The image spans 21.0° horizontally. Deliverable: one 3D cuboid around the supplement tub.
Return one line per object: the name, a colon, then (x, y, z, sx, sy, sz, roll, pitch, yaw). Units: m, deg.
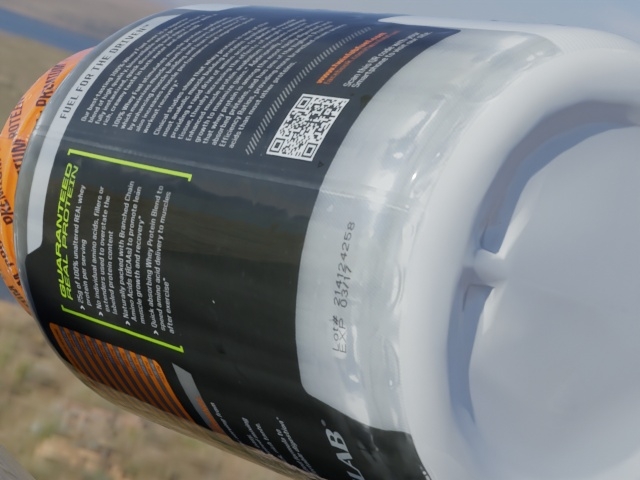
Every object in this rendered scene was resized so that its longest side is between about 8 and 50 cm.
supplement tub: (0.000, 0.000, 0.433, 0.117, 0.117, 0.190, 13, 0, -39)

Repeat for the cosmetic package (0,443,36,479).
cosmetic package: (-0.148, 0.207, 0.300, 0.329, 0.327, 0.394, 44, -4, 9)
